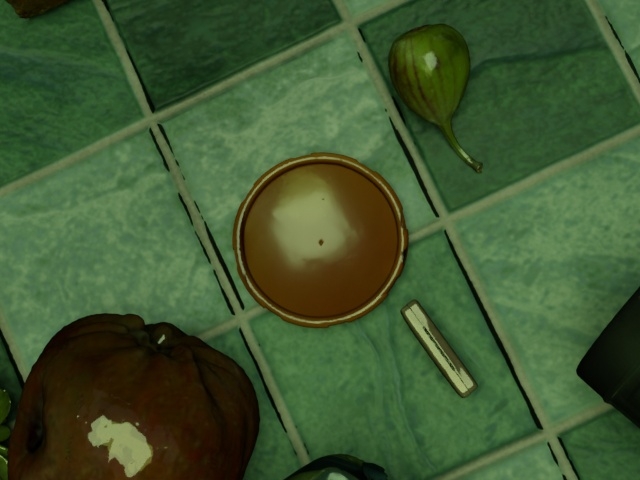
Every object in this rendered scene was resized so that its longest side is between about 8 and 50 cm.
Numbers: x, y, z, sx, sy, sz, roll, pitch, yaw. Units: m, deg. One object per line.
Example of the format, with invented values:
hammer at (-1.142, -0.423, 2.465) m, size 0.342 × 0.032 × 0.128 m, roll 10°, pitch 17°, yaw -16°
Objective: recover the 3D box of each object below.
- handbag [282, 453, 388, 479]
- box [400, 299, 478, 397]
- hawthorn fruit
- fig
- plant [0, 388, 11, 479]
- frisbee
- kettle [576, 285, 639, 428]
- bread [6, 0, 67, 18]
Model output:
handbag at (0.037, 0.336, 0.993) m, size 0.263 × 0.241 × 0.222 m, roll 38°, pitch 88°, yaw 7°
box at (0.124, 0.115, 1.105) m, size 0.025 × 0.048 × 0.115 m, roll -35°, pitch 82°, yaw -3°
hawthorn fruit at (-0.184, 0.202, 1.037) m, size 0.258 × 0.258 × 0.262 m, roll 1°, pitch 120°, yaw 6°
fig at (0.126, -0.151, 1.115) m, size 0.093 × 0.093 × 0.166 m, roll -14°, pitch 83°, yaw 4°
plant at (-0.478, 0.254, 1.087) m, size 0.306 × 0.297 × 0.261 m, roll 14°, pitch 116°, yaw -8°
frisbee at (0.000, 0.000, 1.137) m, size 0.192 × 0.035 × 0.192 m, roll -1°, pitch 83°, yaw 5°
kettle at (0.459, 0.130, 0.981) m, size 0.324 × 0.228 × 0.321 m, roll 43°, pitch 49°, yaw 19°
bread at (-0.320, -0.356, 1.157) m, size 0.143 × 0.149 × 0.158 m, roll -22°, pitch 82°, yaw 0°
